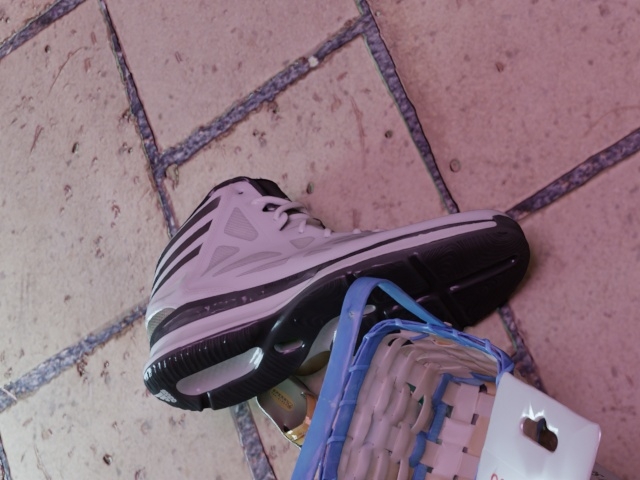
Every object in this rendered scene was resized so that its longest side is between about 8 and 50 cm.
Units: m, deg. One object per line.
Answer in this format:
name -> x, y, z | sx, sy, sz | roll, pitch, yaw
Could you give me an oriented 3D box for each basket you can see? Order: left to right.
basket -> 0.084, 0.196, 1.739 | 0.201, 0.289, 0.255 | 11, 76, 36

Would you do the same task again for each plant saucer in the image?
plant saucer -> -0.019, 0.112, 2.015 | 0.083, 0.015, 0.083 | -13, 64, 28

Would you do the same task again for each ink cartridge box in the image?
ink cartridge box -> 0.216, 0.314, 1.599 | 0.207, 0.119, 0.353 | -150, 69, -67

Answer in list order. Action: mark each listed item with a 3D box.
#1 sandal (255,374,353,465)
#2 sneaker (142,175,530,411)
sandal -> -0.015, 0.195, 1.956 | 0.180, 0.049, 0.072 | 33, 90, 38
sneaker -> -0.001, 0.000, 1.956 | 0.447, 0.169, 0.257 | -20, 51, 15
